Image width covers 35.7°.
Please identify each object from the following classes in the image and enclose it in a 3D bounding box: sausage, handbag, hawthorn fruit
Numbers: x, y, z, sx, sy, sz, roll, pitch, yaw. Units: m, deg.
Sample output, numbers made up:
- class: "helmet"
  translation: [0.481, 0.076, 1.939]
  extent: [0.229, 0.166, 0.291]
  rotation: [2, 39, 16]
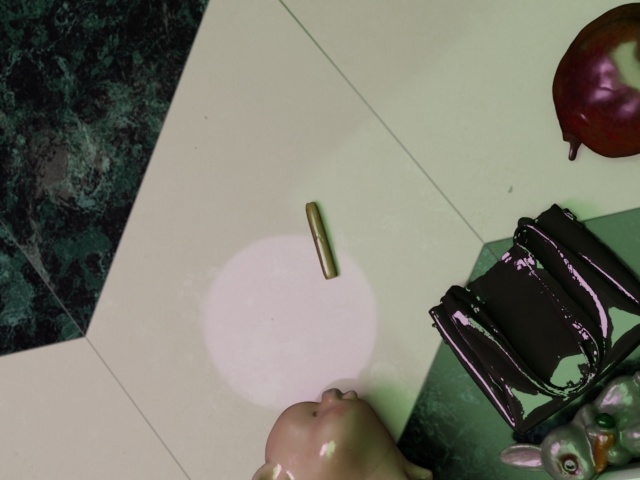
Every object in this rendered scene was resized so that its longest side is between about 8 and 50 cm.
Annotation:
- class: "sausage"
  translation: [0.000, 0.000, 1.643]
  extent: [0.024, 0.024, 0.132]
  rotation: [-17, 88, 18]
- class: "handbag"
  translation: [0.329, 0.115, 1.497]
  extent: [0.285, 0.113, 0.257]
  rotation: [-44, 72, 15]
- class: "hawthorn fruit"
  translation: [0.424, -0.205, 1.412]
  extent: [0.208, 0.208, 0.248]
  rotation: [51, 129, 10]

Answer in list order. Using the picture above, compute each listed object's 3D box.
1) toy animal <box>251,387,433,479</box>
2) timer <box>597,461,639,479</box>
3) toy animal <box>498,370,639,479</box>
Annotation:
- class: "toy animal"
  translation: [0.042, 0.394, 1.560]
  extent: [0.269, 0.237, 0.326]
  rotation: [-3, 94, 8]
- class: "timer"
  translation: [0.505, 0.453, 1.460]
  extent: [0.237, 0.087, 0.262]
  rotation: [-14, 88, 19]
- class: "toy animal"
  translation: [0.392, 0.301, 1.464]
  extent: [0.251, 0.125, 0.127]
  rotation: [-32, 113, 16]
